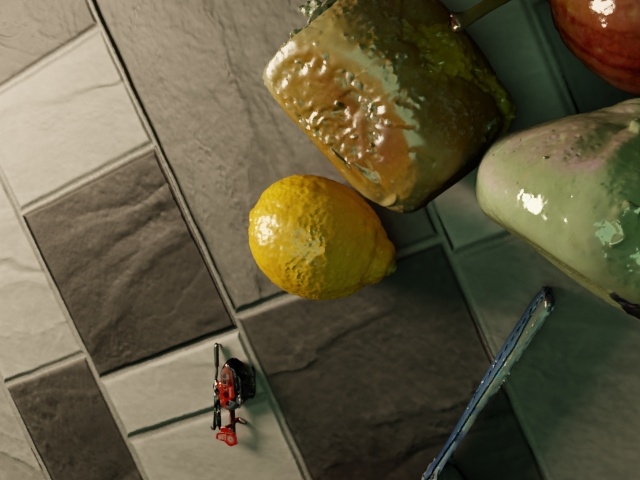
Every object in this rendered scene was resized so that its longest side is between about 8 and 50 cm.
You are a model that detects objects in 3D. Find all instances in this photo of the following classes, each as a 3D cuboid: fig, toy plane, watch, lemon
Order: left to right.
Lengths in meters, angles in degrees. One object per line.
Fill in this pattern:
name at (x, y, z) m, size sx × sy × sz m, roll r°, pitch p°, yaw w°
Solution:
toy plane at (-0.122, 0.213, 1.169) m, size 0.060 × 0.037 × 0.145 m, roll 7°, pitch 106°, yaw 26°
lemon at (0.000, 0.000, 0.998) m, size 0.187 × 0.142 × 0.142 m, roll 21°, pitch 112°, yaw 10°
watch at (0.227, 0.235, 1.003) m, size 0.274 × 0.068 × 0.276 m, roll -35°, pitch 88°, yaw 28°
fig at (0.277, -0.239, 0.795) m, size 0.249 × 0.186 × 0.204 m, roll 16°, pitch 99°, yaw 36°

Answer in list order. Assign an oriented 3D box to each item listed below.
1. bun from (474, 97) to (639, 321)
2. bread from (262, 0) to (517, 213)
bun at (0.296, -0.034, 0.797) m, size 0.293 × 0.293 × 0.187 m, roll 38°, pitch 94°, yaw 10°
bread at (0.075, -0.166, 0.887) m, size 0.246 × 0.195 × 0.176 m, roll 48°, pitch 121°, yaw 5°
